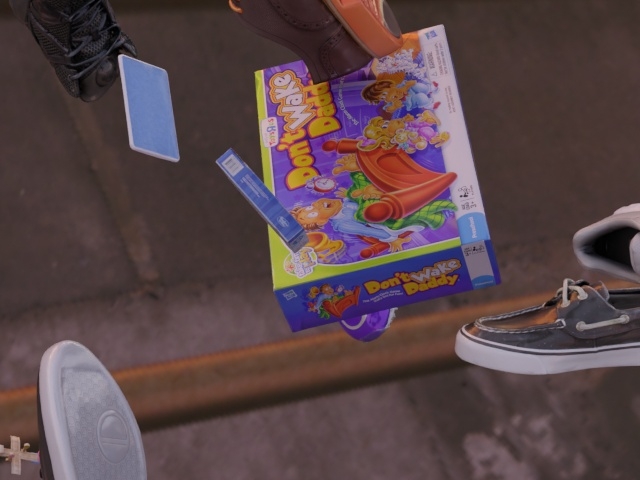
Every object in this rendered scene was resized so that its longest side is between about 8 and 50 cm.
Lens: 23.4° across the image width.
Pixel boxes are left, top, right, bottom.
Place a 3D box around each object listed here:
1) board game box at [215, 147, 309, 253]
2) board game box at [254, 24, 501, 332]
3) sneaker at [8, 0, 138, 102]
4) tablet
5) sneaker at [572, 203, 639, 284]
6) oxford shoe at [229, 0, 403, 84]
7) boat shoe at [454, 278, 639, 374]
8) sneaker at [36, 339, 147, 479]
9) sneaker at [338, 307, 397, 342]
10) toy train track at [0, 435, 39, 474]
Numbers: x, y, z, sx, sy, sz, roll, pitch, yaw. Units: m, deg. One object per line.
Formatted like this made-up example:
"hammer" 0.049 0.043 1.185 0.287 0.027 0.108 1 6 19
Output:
"board game box" -0.047 -0.032 1.292 0.020 0.090 0.090 -41 83 -3
"board game box" 0.056 -0.077 1.728 0.233 0.078 0.347 -14 47 7
"sneaker" -0.213 -0.204 1.400 0.087 0.227 0.130 -38 95 -19
"tablet" -0.137 -0.105 1.228 0.054 0.006 0.083 15 59 -49
"sneaker" 0.366 0.011 1.495 0.121 0.262 0.099 -11 94 -48
"oxford shoe" -0.060 -0.294 1.656 0.364 0.133 0.130 44 24 -35
"boat shoe" 0.220 0.065 1.287 0.219 0.070 0.078 -3 18 -6
"sneaker" -0.216 0.229 1.262 0.104 0.147 0.295 -32 111 -58
"sneaker" -0.001 0.000 2.042 0.146 0.102 0.293 10 54 -44
"toy train track" -0.300 0.224 1.614 0.083 0.014 0.048 15 42 -28
